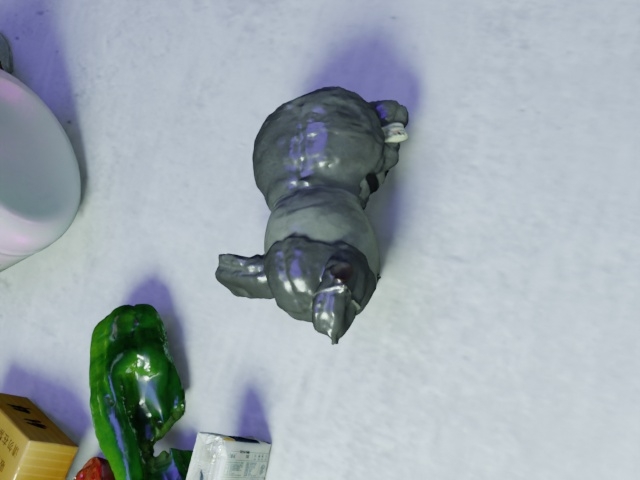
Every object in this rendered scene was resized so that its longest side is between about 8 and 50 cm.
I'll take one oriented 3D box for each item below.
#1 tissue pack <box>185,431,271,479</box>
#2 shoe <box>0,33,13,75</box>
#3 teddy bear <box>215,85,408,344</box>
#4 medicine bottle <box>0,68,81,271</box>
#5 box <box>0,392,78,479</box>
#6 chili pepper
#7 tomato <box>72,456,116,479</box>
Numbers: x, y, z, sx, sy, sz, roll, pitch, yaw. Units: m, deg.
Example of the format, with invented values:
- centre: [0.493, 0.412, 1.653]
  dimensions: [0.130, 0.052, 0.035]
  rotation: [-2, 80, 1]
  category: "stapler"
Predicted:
- centre: [-0.089, 0.219, 0.809]
  dimensions: [0.042, 0.083, 0.062]
  rotation: [8, 80, 32]
  category: "tissue pack"
- centre: [-0.485, -0.229, 1.138]
  dimensions: [0.099, 0.126, 0.227]
  rotation: [-46, 61, 15]
  category: "shoe"
- centre: [-0.009, -0.011, 0.799]
  dimensions: [0.171, 0.144, 0.250]
  rotation: [-6, 65, 32]
  category: "teddy bear"
- centre: [-0.474, -0.052, 1.012]
  dimensions: [0.302, 0.241, 0.241]
  rotation: [-24, 66, 22]
  category: "medicine bottle"
- centre: [-0.373, 0.307, 0.942]
  dimensions: [0.152, 0.070, 0.237]
  rotation: [21, 86, 47]
  category: "box"
- centre: [-0.185, 0.181, 0.866]
  dimensions: [0.099, 0.083, 0.253]
  rotation: [-13, 61, -19]
  category: "chili pepper"
- centre: [-0.227, 0.320, 0.852]
  dimensions: [0.174, 0.082, 0.166]
  rotation: [-64, 23, 2]
  category: "tomato"
